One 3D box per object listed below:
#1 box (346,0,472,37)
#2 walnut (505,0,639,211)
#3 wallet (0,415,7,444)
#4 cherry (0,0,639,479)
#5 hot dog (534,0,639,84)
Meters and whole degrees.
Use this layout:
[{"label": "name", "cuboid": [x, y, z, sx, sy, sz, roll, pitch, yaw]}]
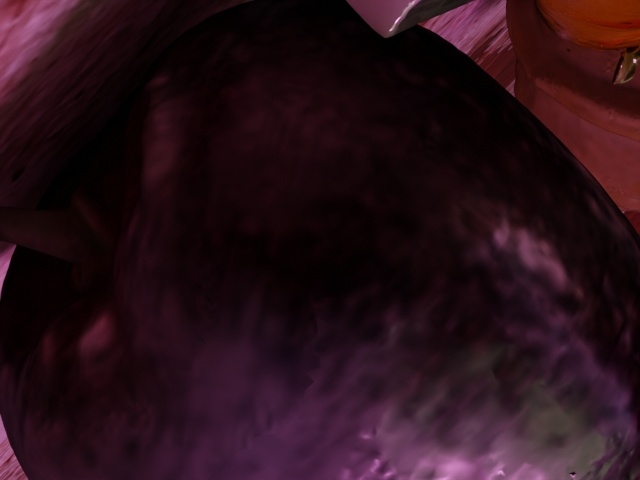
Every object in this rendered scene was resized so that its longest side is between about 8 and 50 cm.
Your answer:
[{"label": "box", "cuboid": [0.068, -0.157, 0.628, 0.135, 0.081, 0.199, -46, 174, 22]}, {"label": "walnut", "cuboid": [0.279, -0.156, 1.312, 0.285, 0.285, 0.296, -41, 147, -38]}, {"label": "wallet", "cuboid": [-0.212, 0.121, 0.924, 0.183, 0.032, 0.124, -44, 176, 11]}, {"label": "cherry", "cuboid": [-0.005, 0.034, 0.664, 0.255, 0.296, 0.218, -48, -158, 37]}, {"label": "hot dog", "cuboid": [0.122, -0.107, 0.601, 0.104, 0.076, 0.250, -44, 178, 5]}]
